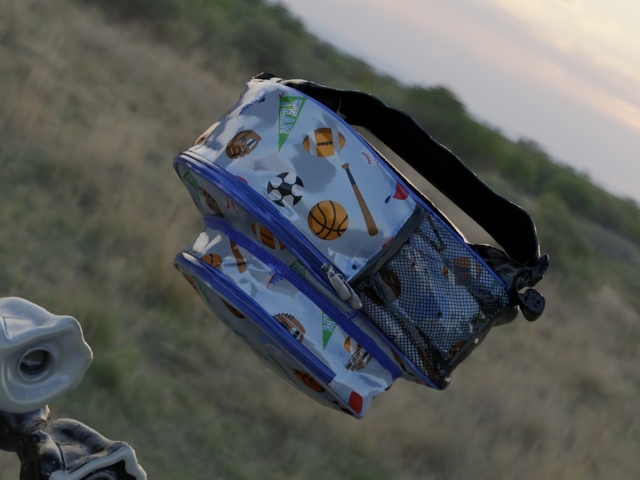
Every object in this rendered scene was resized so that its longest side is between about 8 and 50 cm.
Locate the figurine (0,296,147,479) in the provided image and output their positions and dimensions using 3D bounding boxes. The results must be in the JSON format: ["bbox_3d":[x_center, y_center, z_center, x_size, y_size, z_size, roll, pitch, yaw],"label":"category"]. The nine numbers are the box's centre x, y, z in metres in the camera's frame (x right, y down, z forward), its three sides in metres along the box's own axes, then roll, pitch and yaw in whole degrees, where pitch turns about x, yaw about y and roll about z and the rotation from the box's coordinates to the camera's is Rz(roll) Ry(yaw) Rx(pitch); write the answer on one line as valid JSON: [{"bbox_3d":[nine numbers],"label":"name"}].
[{"bbox_3d":[-0.260,0.120,1.341,0.209,0.092,0.215,25,-40,50],"label":"figurine"}]

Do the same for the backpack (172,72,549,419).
[{"bbox_3d":[0.000,0.000,1.275,0.263,0.213,0.276,52,-16,-13],"label":"backpack"}]
